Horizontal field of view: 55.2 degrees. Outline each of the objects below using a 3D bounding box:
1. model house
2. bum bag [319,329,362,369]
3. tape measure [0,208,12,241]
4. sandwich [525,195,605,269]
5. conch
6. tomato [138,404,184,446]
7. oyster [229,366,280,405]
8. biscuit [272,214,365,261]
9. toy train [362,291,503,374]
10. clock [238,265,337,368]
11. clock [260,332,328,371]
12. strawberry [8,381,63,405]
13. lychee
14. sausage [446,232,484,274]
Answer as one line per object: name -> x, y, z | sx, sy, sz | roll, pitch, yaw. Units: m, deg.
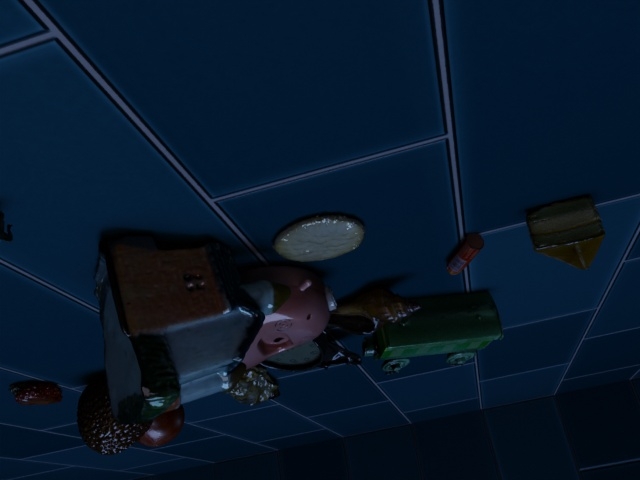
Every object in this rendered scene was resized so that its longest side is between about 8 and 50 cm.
model house -> -0.182, 0.122, 0.940 | 0.292, 0.252, 0.184 | -9, 159, -26
bum bag -> -0.012, 0.246, 1.404 | 0.123, 0.059, 0.248 | -16, 139, 32
tape measure -> -0.469, -0.006, 0.735 | 0.125, 0.080, 0.146 | -28, 148, 27
sandwich -> 0.411, 0.001, 1.061 | 0.114, 0.079, 0.163 | -12, 156, 9
conch -> 0.098, 0.144, 1.236 | 0.080, 0.086, 0.233 | -9, 166, -47
tomato -> -0.447, 0.475, 1.637 | 0.168, 0.167, 0.167 | -8, 154, -4
oyster -> -0.182, 0.397, 1.671 | 0.129, 0.078, 0.345 | -23, 150, 7
biscuit -> 0.000, 0.000, 0.978 | 0.152, 0.020, 0.152 | -7, 154, -4
toy train -> 0.246, 0.208, 1.378 | 0.301, 0.120, 0.202 | -4, 150, -11
clock -> -0.088, 0.141, 1.105 | 0.242, 0.142, 0.227 | -15, 154, 2
clock -> -0.077, 0.221, 1.301 | 0.185, 0.040, 0.184 | 6, 140, 6
strawberry -> -0.678, 0.374, 1.468 | 0.104, 0.048, 0.152 | -14, 151, 15
lychee -> -0.493, 0.415, 1.472 | 0.195, 0.194, 0.194 | -8, 154, -4
sausage -> 0.259, 0.031, 1.115 | 0.034, 0.034, 0.129 | -4, 153, -11
